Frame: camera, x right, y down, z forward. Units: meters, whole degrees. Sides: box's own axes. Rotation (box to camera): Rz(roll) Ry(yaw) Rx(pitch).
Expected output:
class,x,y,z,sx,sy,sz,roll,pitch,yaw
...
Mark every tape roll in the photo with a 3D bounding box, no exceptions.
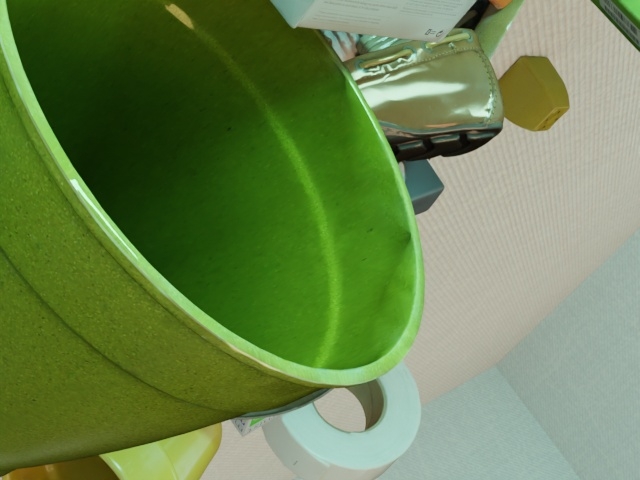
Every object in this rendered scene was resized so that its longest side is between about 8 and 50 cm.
class,x,y,z,sx,sy,sz,roll,pitch,yaw
tape roll,0.034,0.301,1.835,0.286,0.286,0.100,-23,158,-34

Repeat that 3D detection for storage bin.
class,x,y,z,sx,sy,sz,roll,pitch,yaw
storage bin,0.090,-0.070,1.335,0.135,0.091,0.098,-20,156,-37

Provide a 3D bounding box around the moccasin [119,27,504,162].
class,x,y,z,sx,sy,sz,roll,pitch,yaw
moccasin,-0.014,-0.134,0.930,0.380,0.147,0.139,-12,172,-12

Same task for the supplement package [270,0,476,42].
class,x,y,z,sx,sy,sz,roll,pitch,yaw
supplement package,0.057,-0.266,0.706,0.194,0.149,0.203,-10,149,-53

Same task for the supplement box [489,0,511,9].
class,x,y,z,sx,sy,sz,roll,pitch,yaw
supplement box,0.228,-0.333,0.961,0.233,0.080,0.078,-40,162,17

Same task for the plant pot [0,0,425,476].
class,x,y,z,sx,sy,sz,roll,pitch,yaw
plant pot,-0.178,-0.001,0.710,0.353,0.366,0.366,-31,166,28

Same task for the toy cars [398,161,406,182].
class,x,y,z,sx,sy,sz,roll,pitch,yaw
toy cars,-0.072,-0.053,1.043,0.393,0.087,0.176,-18,-162,-22

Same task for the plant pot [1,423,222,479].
class,x,y,z,sx,sy,sz,roll,pitch,yaw
plant pot,-0.268,0.301,1.407,0.254,0.254,0.239,-50,171,37

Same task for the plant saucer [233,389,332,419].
class,x,y,z,sx,sy,sz,roll,pitch,yaw
plant saucer,-0.099,0.110,1.289,0.310,0.050,0.311,-3,129,-4

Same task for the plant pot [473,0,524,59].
class,x,y,z,sx,sy,sz,roll,pitch,yaw
plant pot,0.169,-0.198,1.124,0.236,0.032,0.236,-59,178,-3

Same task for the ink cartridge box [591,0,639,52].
class,x,y,z,sx,sy,sz,roll,pitch,yaw
ink cartridge box,0.375,-0.340,1.021,0.255,0.189,0.097,-39,160,9

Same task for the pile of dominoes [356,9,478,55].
class,x,y,z,sx,sy,sz,roll,pitch,yaw
pile of dominoes,0.068,-0.175,1.164,0.196,0.040,0.251,-31,169,-15

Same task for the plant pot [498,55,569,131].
class,x,y,z,sx,sy,sz,roll,pitch,yaw
plant pot,0.294,-0.196,1.397,0.081,0.083,0.081,-10,149,-51

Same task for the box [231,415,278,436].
class,x,y,z,sx,sy,sz,roll,pitch,yaw
box,-0.040,0.169,1.641,0.262,0.127,0.231,-27,158,-27
